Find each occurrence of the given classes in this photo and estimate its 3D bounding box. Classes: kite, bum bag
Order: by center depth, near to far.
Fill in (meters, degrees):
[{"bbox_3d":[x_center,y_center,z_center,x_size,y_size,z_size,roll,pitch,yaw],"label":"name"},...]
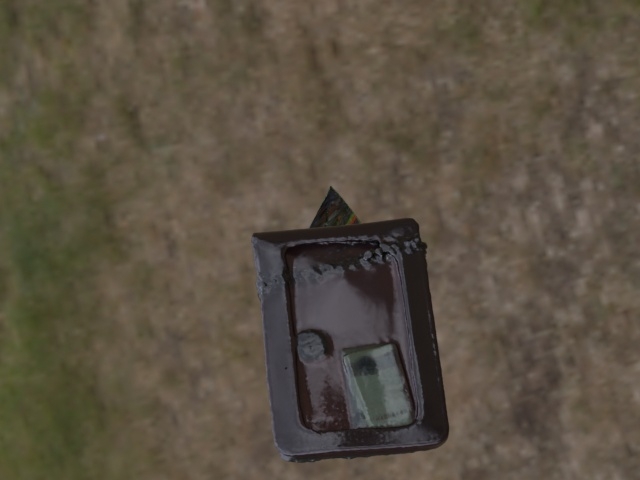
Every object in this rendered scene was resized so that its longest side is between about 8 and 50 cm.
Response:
[{"bbox_3d":[0.018,0.059,1.063,0.026,0.109,0.159,92,173,-60],"label":"bum bag"},{"bbox_3d":[0.000,0.000,1.227,0.004,0.122,0.090,24,132,22],"label":"kite"}]
